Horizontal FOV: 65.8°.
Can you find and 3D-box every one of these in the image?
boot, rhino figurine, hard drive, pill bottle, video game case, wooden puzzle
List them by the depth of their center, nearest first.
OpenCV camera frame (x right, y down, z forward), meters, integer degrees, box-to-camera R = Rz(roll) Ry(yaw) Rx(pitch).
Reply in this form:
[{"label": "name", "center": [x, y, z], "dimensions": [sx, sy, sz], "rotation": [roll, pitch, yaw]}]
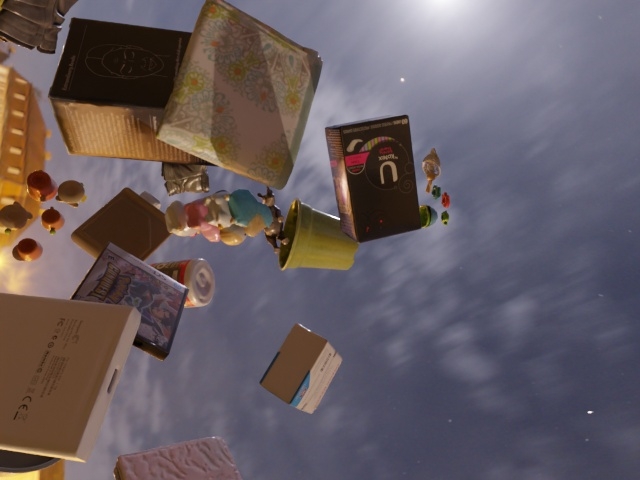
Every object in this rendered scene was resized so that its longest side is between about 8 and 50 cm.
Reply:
[{"label": "hard drive", "center": [-0.427, 0.172, 0.676], "dimensions": [0.308, 0.040, 0.202], "rotation": [4, -123, 9]}, {"label": "boot", "center": [-0.547, -0.467, 0.894], "dimensions": [0.118, 0.338, 0.222], "rotation": [30, -85, 5]}, {"label": "video game case", "center": [-0.461, 0.141, 1.226], "dimensions": [0.035, 0.248, 0.274], "rotation": [-47, -159, 19]}, {"label": "wooden puzzle", "center": [-0.607, -0.024, 1.545], "dimensions": [0.238, 0.221, 0.044], "rotation": [-52, 176, -27]}, {"label": "rhino figurine", "center": [-0.167, -0.082, 1.700], "dimensions": [0.106, 0.073, 0.243], "rotation": [-130, -153, -54]}, {"label": "boot", "center": [-0.474, -0.270, 1.720], "dimensions": [0.083, 0.161, 0.246], "rotation": [-124, -146, -61]}, {"label": "pill bottle", "center": [-0.569, 0.166, 1.819], "dimensions": [0.319, 0.176, 0.176], "rotation": [-7, -108, 16]}]

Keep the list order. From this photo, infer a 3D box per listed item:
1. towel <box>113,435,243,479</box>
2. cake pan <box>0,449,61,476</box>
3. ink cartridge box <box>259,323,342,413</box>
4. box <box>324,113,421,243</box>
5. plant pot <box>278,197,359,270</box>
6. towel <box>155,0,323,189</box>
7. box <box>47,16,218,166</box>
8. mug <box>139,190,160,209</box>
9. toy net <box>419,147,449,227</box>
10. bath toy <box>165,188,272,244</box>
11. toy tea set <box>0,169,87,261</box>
[{"label": "towel", "center": [-0.278, 0.615, 1.113], "dimensions": [0.053, 0.317, 0.331], "rotation": [-48, -124, 20]}, {"label": "cake pan", "center": [-0.656, 0.368, 1.048], "dimensions": [0.054, 0.293, 0.293], "rotation": [-46, -133, 16]}, {"label": "ink cartridge box", "center": [-0.035, 0.285, 1.082], "dimensions": [0.086, 0.203, 0.148], "rotation": [26, -107, 21]}, {"label": "box", "center": [0.123, -0.148, 1.167], "dimensions": [0.143, 0.166, 0.270], "rotation": [-138, -144, -71]}, {"label": "plant pot", "center": [0.000, 0.000, 1.855], "dimensions": [0.276, 0.254, 0.275], "rotation": [-168, -90, -76]}, {"label": "towel", "center": [-0.177, -0.344, 1.172], "dimensions": [0.090, 0.321, 0.373], "rotation": [-8, -116, 62]}, {"label": "box", "center": [-0.451, -0.384, 1.302], "dimensions": [0.212, 0.396, 0.293], "rotation": [113, -22, -57]}, {"label": "mug", "center": [-0.571, -0.122, 1.660], "dimensions": [0.062, 0.064, 0.078], "rotation": [-59, 174, -17]}, {"label": "toy net", "center": [0.322, -0.154, 1.428], "dimensions": [0.122, 0.045, 0.231], "rotation": [175, -87, -75]}, {"label": "bath toy", "center": [-0.295, -0.061, 1.387], "dimensions": [0.349, 0.129, 0.151], "rotation": [-2, -82, 42]}, {"label": "toy tea set", "center": [-0.974, -0.087, 1.717], "dimensions": [0.335, 0.200, 0.124], "rotation": [-64, -169, -23]}]
